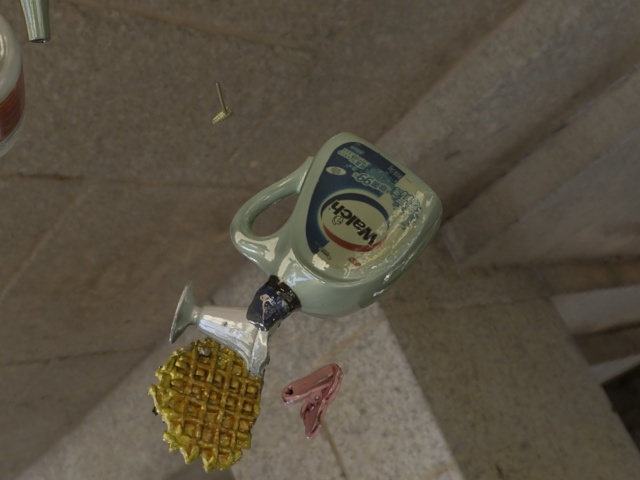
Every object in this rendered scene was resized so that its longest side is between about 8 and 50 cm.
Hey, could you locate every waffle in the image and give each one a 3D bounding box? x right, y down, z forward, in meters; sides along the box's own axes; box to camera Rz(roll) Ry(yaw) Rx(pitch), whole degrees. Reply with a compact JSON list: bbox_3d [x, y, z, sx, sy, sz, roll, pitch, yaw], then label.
[{"bbox_3d":[-0.224,0.335,1.775,0.280,0.262,0.060,-23,173,-44],"label":"waffle"}]

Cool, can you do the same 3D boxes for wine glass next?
[{"bbox_3d":[-0.180,0.166,1.654,0.196,0.165,0.165,14,152,-1],"label":"wine glass"}]

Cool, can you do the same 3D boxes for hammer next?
[{"bbox_3d":[-0.254,-0.343,2.126,0.060,0.028,0.195,-36,167,-9],"label":"hammer"}]

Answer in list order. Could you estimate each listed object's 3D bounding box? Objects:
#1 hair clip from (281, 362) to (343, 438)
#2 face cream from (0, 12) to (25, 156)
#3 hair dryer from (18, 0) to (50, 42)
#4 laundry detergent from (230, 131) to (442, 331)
[{"bbox_3d":[-0.001,0.329,1.799,0.138,0.102,0.123,-31,-158,-4],"label":"hair clip"},{"bbox_3d":[-0.526,-0.225,1.218,0.201,0.201,0.187,-16,165,-22],"label":"face cream"},{"bbox_3d":[-0.568,-0.451,1.544,0.224,0.219,0.088,-32,-165,-25],"label":"hair dryer"},{"bbox_3d":[0.000,0.000,1.088,0.280,0.215,0.105,-41,159,-24],"label":"laundry detergent"}]
